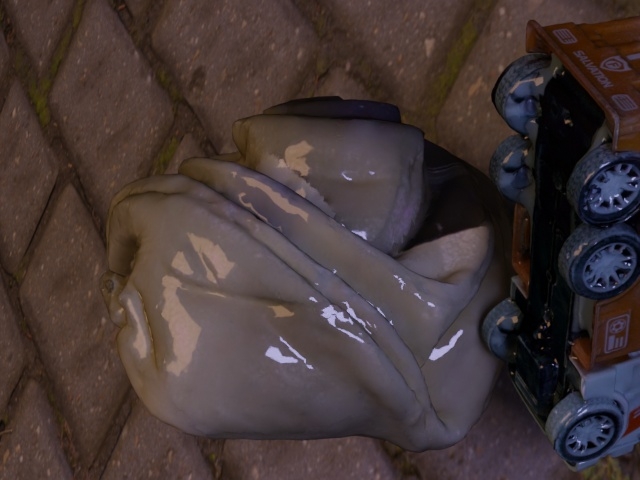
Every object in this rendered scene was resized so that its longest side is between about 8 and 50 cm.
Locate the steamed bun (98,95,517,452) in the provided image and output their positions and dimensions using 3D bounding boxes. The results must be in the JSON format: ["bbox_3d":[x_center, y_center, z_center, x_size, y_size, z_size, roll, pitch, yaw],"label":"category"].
[{"bbox_3d":[0.000,0.000,1.275,0.346,0.394,0.237,21,108,22],"label":"steamed bun"}]

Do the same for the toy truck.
[{"bbox_3d":[0.210,0.001,1.083,0.136,0.162,0.305,-119,22,-49],"label":"toy truck"}]
